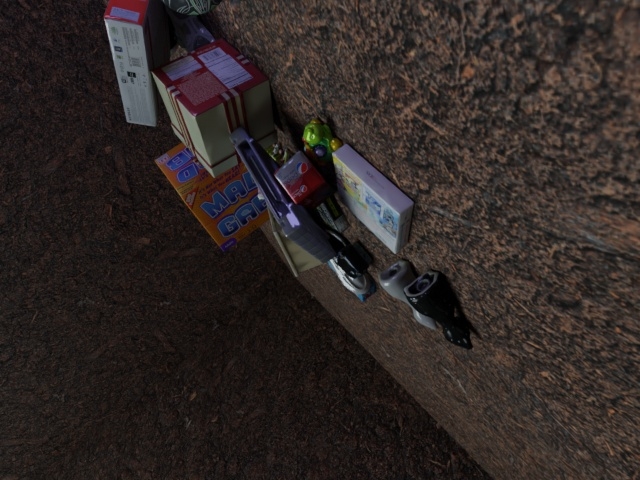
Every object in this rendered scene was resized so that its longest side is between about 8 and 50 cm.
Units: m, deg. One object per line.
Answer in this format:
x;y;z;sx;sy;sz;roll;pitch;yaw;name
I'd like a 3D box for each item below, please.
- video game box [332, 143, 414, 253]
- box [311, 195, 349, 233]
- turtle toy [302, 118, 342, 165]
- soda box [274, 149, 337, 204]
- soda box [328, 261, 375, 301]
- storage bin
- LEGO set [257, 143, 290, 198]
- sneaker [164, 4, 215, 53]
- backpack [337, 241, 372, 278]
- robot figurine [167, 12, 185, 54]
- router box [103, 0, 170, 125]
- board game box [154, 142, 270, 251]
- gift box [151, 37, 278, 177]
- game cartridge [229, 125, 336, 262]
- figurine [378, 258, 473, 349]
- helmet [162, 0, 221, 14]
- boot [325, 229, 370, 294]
0.112;-0.087;0.889;0.205;0.048;0.187;47;170;24;video game box
-0.006;-0.128;1.260;0.190;0.045;0.184;58;170;-33;box
-0.004;-0.218;0.897;0.095;0.066;0.130;48;169;19;turtle toy
-0.029;-0.141;1.001;0.092;0.083;0.263;52;-171;4;soda box
0.115;0.129;1.526;0.210;0.067;0.071;47;168;29;soda box
-0.094;-0.061;1.440;0.262;0.123;0.260;69;-178;-50;storage bin
-0.162;-0.273;1.290;0.107;0.132;0.287;121;136;-61;LEGO set
-0.369;-0.598;1.178;0.115;0.090;0.232;47;161;60;sneaker
0.109;0.067;1.296;0.105;0.084;0.114;48;161;11;backpack
-0.554;-0.715;1.308;0.209;0.174;0.278;62;169;2;robot figurine
-0.478;-0.538;1.092;0.335;0.082;0.301;120;152;-59;router box
-0.431;-0.251;1.788;0.356;0.356;0.356;44;166;40;board game box
-0.281;-0.368;1.123;0.276;0.255;0.258;51;161;25;gift box
-0.092;-0.116;1.040;0.355;0.068;0.230;58;-167;28;game cartridge
0.260;0.162;0.997;0.209;0.092;0.215;52;171;-19;figurine
-0.243;-0.500;0.731;0.169;0.169;0.161;88;159;-72;helmet
0.082;0.077;1.409;0.258;0.095;0.123;51;176;10;boot
